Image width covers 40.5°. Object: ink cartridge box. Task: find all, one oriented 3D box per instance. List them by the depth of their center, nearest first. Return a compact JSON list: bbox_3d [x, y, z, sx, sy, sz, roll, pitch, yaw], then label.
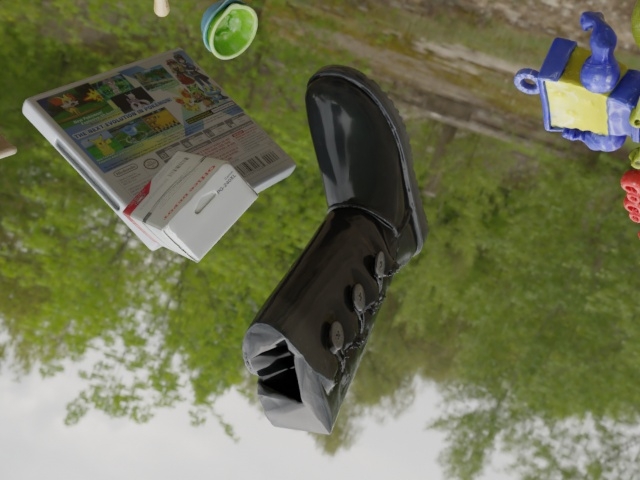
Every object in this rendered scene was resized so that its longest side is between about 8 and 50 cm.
[{"bbox_3d":[-0.156,-0.043,1.024,0.063,0.109,0.150,48,165,-28],"label":"ink cartridge box"}]

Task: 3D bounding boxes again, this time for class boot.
[{"bbox_3d":[0.001,0.002,1.266,0.146,0.367,0.445,-6,-146,38],"label":"boot"}]

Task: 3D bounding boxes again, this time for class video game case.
[{"bbox_3d":[-0.241,-0.158,1.361,0.300,0.036,0.329,45,-136,10],"label":"video game case"}]

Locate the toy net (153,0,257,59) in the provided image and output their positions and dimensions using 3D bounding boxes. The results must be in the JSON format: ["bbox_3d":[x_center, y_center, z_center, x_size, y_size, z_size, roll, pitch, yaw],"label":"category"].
[{"bbox_3d":[-0.134,-0.279,0.908,0.045,0.122,0.232,45,-166,28],"label":"toy net"}]

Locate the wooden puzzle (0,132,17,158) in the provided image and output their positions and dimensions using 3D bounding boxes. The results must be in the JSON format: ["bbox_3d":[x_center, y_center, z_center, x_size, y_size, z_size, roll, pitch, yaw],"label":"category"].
[{"bbox_3d":[-0.529,-0.142,1.050,0.238,0.044,0.221,42,-138,16],"label":"wooden puzzle"}]

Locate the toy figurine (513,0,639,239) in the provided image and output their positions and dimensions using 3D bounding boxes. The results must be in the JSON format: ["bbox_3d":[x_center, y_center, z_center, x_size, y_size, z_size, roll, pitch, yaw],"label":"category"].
[{"bbox_3d":[0.304,-0.157,0.982,0.217,0.191,0.362,26,164,31],"label":"toy figurine"}]
